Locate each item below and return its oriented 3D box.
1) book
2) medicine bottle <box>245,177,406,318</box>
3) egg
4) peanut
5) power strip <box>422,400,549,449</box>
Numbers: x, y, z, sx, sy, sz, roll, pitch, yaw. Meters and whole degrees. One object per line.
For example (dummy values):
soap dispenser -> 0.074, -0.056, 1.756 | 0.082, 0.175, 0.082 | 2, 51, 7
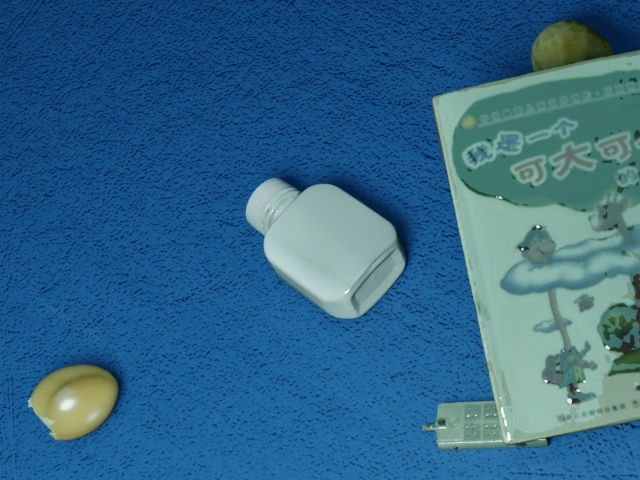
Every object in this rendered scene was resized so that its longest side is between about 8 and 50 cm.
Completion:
book -> 0.275, 0.002, 1.521 | 0.260, 0.043, 0.370 | -12, 77, 5
medicine bottle -> 0.000, 0.000, 1.680 | 0.183, 0.069, 0.119 | 35, 78, 30
egg -> -0.271, 0.175, 1.662 | 0.096, 0.080, 0.080 | -37, 56, -1
peanut -> 0.275, -0.149, 1.651 | 0.120, 0.110, 0.236 | -26, 49, 35
power strip -> 0.171, 0.190, 1.541 | 0.136, 0.019, 0.051 | -3, 62, 17
